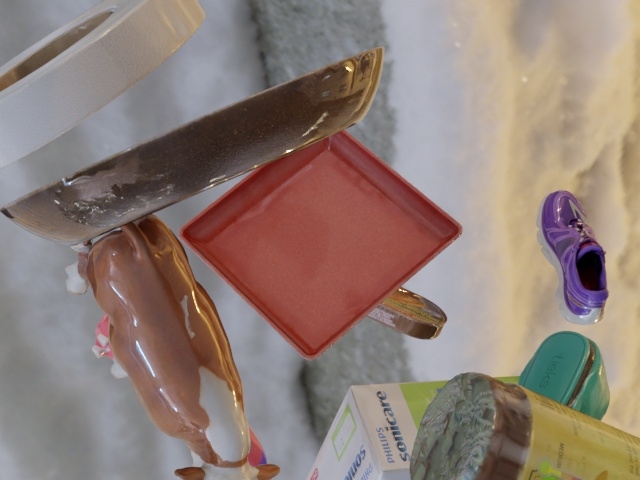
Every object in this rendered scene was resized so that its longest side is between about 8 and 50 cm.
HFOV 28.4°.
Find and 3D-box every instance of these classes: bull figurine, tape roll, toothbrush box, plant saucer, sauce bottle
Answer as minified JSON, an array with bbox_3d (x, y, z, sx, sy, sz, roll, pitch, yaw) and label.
[{"bbox_3d":[-0.141,0.104,1.159,0.101,0.188,0.310,-26,114,-25],"label":"bull figurine"},{"bbox_3d":[-0.320,-0.204,1.558,0.392,0.392,0.072,-39,109,-16],"label":"tape roll"},{"bbox_3d":[0.148,0.266,1.463,0.283,0.122,0.206,-2,137,-23],"label":"toothbrush box"},{"bbox_3d":[-0.087,-0.064,0.954,0.310,0.310,0.050,-27,95,-29],"label":"plant saucer"},{"bbox_3d":[0.000,0.000,1.577,0.258,0.259,0.048,-39,151,-17],"label":"plant saucer"},{"bbox_3d":[0.234,0.201,0.915,0.344,0.111,0.111,23,105,-16],"label":"sauce bottle"}]

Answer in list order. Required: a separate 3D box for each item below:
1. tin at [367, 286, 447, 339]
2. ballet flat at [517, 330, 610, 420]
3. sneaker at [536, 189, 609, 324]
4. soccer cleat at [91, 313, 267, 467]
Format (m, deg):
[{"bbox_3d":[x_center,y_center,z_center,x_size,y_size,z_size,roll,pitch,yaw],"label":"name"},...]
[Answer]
[{"bbox_3d":[0.105,0.098,1.975,0.040,0.189,0.106,-67,173,15],"label":"tin"},{"bbox_3d":[0.165,0.186,1.013,0.247,0.083,0.087,-51,128,-26],"label":"ballet flat"},{"bbox_3d":[0.289,0.010,1.394,0.068,0.170,0.071,0,144,-14],"label":"sneaker"},{"bbox_3d":[-0.140,0.156,1.391,0.095,0.248,0.083,-47,179,-29],"label":"soccer cleat"}]
